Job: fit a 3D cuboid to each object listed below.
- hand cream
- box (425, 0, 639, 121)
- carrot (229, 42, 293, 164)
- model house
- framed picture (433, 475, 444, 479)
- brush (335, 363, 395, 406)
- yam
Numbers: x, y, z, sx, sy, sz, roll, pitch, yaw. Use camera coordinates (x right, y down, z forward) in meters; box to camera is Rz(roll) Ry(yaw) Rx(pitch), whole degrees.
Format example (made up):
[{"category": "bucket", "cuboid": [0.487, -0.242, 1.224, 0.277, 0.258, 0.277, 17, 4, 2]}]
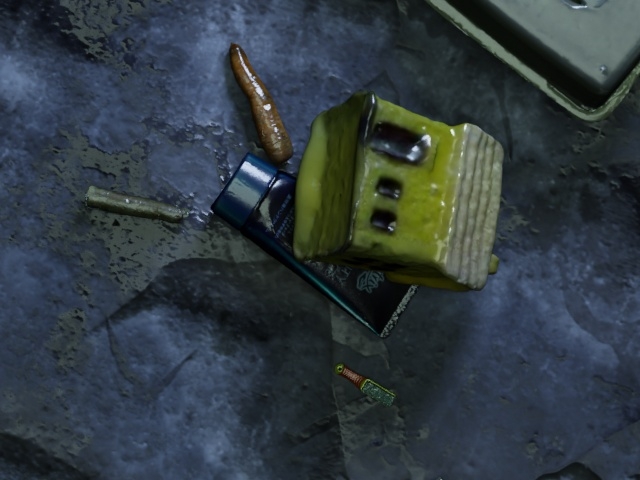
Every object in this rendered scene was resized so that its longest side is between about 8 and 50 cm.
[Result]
[{"category": "hand cream", "cuboid": [0.000, 0.000, 1.756, 0.271, 0.061, 0.120, 33, 86, -7]}, {"category": "box", "cuboid": [0.274, -0.299, 1.684, 0.290, 0.166, 0.220, 37, 91, -1]}, {"category": "carrot", "cuboid": [-0.074, -0.169, 1.758, 0.036, 0.035, 0.165, -22, 89, 1]}, {"category": "model house", "cuboid": [0.105, -0.047, 1.692, 0.234, 0.175, 0.193, 15, 77, -26]}, {"category": "framed picture", "cuboid": [0.144, 0.497, 1.776, 0.247, 0.022, 0.335, -35, 91, 2]}, {"category": "brush", "cuboid": [0.054, 0.177, 1.770, 0.083, 0.021, 0.018, 32, 94, 0]}, {"category": "yam", "cuboid": [-0.224, -0.039, 1.764, 0.130, 0.027, 0.033, 13, 52, 2]}]
